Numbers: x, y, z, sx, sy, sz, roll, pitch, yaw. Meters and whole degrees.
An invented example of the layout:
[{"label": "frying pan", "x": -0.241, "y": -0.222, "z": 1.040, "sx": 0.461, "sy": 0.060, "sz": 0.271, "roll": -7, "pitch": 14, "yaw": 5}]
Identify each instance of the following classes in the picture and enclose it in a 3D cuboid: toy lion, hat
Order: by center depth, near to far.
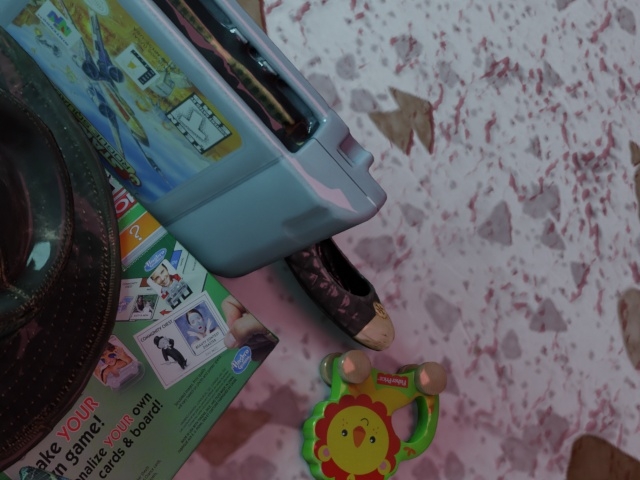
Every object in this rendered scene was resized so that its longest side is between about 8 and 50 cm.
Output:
[{"label": "hat", "x": -0.228, "y": -0.028, "z": 0.814, "sx": 0.331, "sy": 0.134, "sz": 0.331, "roll": 10, "pitch": 72, "yaw": -31}, {"label": "toy lion", "x": 0.035, "y": 0.125, "z": 1.051, "sx": 0.100, "sy": 0.034, "sz": 0.096, "roll": 10, "pitch": 78, "yaw": -29}]

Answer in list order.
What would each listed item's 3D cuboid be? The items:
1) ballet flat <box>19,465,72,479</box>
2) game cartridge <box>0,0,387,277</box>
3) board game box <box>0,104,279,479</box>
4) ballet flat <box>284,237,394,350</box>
[{"label": "ballet flat", "x": -0.195, "y": 0.195, "z": 0.824, "sx": 0.070, "sy": 0.070, "sz": 0.188, "roll": 49, "pitch": 56, "yaw": -10}, {"label": "game cartridge", "x": -0.109, "y": -0.103, "z": 0.927, "sx": 0.297, "sy": 0.198, "sz": 0.062, "roll": 47, "pitch": 57, "yaw": -10}, {"label": "board game box", "x": -0.191, "y": 0.100, "z": 0.910, "sx": 0.213, "sy": 0.046, "sz": 0.317, "roll": 46, "pitch": 58, "yaw": -11}, {"label": "ballet flat", "x": 0.000, "y": 0.000, "z": 1.045, "sx": 0.173, "sy": 0.049, "sz": 0.057, "roll": 56, "pitch": 16, "yaw": -4}]
